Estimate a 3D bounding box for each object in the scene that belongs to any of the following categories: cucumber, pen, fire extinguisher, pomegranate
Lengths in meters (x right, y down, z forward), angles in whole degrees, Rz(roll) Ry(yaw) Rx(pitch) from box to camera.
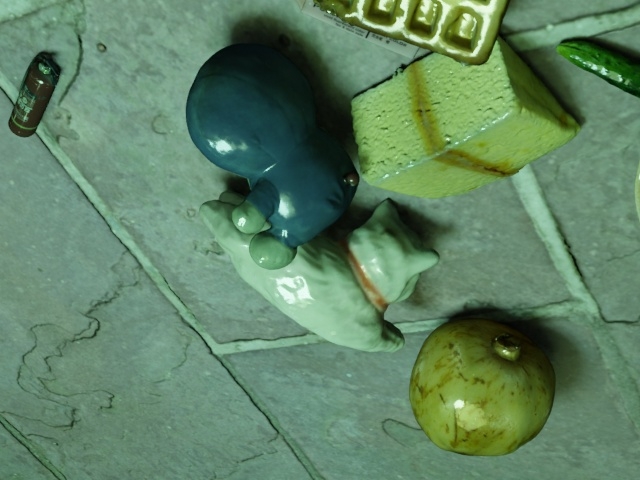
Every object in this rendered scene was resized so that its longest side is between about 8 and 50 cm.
[{"bbox_3d":[0.348,-0.189,1.205,0.168,0.039,0.039,24,139,-1],"label":"cucumber"},{"bbox_3d":[0.030,-0.273,1.252,0.197,0.032,0.053,24,139,-5],"label":"pen"},{"bbox_3d":[-0.402,-0.208,1.493,0.158,0.043,0.064,-48,63,46],"label":"fire extinguisher"},{"bbox_3d":[0.240,0.209,1.563,0.215,0.215,0.215,12,138,11],"label":"pomegranate"}]

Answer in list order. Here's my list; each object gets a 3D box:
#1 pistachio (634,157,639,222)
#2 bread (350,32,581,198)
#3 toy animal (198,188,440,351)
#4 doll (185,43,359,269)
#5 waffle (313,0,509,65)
[{"bbox_3d":[0.453,-0.057,1.150,0.230,0.229,0.308,-5,131,27],"label":"pistachio"},{"bbox_3d":[0.183,-0.148,1.326,0.178,0.135,0.240,12,152,-44],"label":"bread"},{"bbox_3d":[0.000,0.000,1.477,0.188,0.266,0.307,-52,60,34],"label":"toy animal"},{"bbox_3d":[-0.065,-0.119,1.322,0.154,0.228,0.258,-29,106,43],"label":"doll"},{"bbox_3d":[0.129,-0.352,1.077,0.224,0.098,0.327,18,133,1],"label":"waffle"}]
